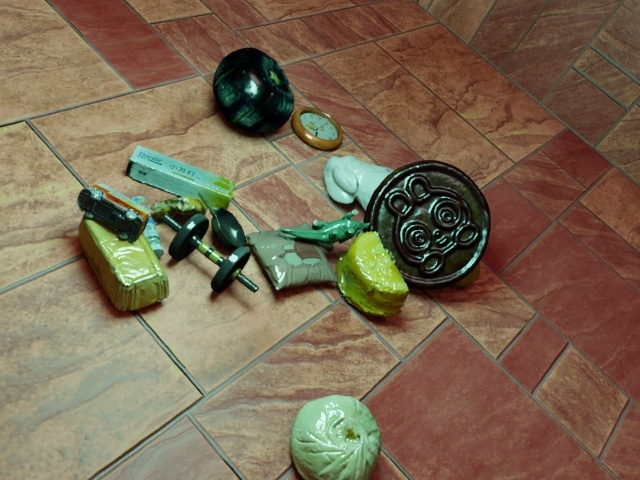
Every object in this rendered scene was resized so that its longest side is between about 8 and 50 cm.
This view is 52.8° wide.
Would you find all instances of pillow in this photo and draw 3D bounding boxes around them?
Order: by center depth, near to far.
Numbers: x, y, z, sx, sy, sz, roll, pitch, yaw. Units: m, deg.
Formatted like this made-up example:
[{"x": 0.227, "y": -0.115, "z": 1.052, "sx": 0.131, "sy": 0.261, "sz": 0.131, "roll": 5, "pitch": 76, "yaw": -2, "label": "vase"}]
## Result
[{"x": -0.081, "y": 0.047, "z": 1.876, "sx": 0.236, "sy": 0.084, "sz": 0.223, "roll": -10, "pitch": 55, "yaw": -37, "label": "pillow"}]

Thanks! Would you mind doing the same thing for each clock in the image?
[{"x": -0.012, "y": -0.411, "z": 2.368, "sx": 0.205, "sy": 0.051, "sz": 0.205, "roll": 17, "pitch": 45, "yaw": -17, "label": "clock"}]

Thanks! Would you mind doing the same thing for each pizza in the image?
[{"x": -0.397, "y": -0.090, "z": 1.807, "sx": 0.161, "sy": 0.182, "sz": 0.063, "roll": -1, "pitch": 90, "yaw": -8, "label": "pizza"}]

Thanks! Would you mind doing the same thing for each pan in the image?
[{"x": -0.288, "y": -0.056, "z": 1.831, "sx": 0.202, "sy": 0.048, "sz": 0.128, "roll": 57, "pitch": 16, "yaw": -13, "label": "pan"}]

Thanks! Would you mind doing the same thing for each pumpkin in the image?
[{"x": -0.237, "y": -0.501, "z": 2.196, "sx": 0.315, "sy": 0.238, "sz": 0.315, "roll": 36, "pitch": 34, "yaw": -30, "label": "pumpkin"}]

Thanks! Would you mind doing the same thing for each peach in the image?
[{"x": 0.449, "y": 0.072, "z": 2.144, "sx": 0.179, "sy": 0.103, "sz": 0.179, "roll": 14, "pitch": 45, "yaw": -14, "label": "peach"}]

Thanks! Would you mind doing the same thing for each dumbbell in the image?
[{"x": -0.296, "y": 0.034, "z": 1.723, "sx": 0.325, "sy": 0.143, "sz": 0.143, "roll": 37, "pitch": 43, "yaw": 6, "label": "dumbbell"}]

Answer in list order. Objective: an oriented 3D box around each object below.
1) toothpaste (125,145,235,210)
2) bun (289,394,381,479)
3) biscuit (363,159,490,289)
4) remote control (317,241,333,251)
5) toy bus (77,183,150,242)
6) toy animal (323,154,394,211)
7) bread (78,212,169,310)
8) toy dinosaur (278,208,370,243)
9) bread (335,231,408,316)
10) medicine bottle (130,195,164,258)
[{"x": -0.414, "y": -0.181, "z": 1.917, "sx": 0.312, "sy": 0.071, "sz": 0.089, "roll": 20, "pitch": 40, "yaw": -11, "label": "toothpaste"}, {"x": 0.053, "y": 0.469, "z": 1.515, "sx": 0.243, "sy": 0.153, "sz": 0.244, "roll": 19, "pitch": 44, "yaw": -20, "label": "bun"}, {"x": 0.336, "y": -0.047, "z": 2.010, "sx": 0.407, "sy": 0.408, "sz": 0.091, "roll": 29, "pitch": 0, "yaw": -3, "label": "biscuit"}, {"x": 0.000, "y": 0.000, "z": 2.018, "sx": 0.091, "sy": 0.016, "sz": 0.034, "roll": 32, "pitch": 47, "yaw": 2, "label": "remote control"}, {"x": -0.506, "y": -0.076, "z": 1.590, "sx": 0.174, "sy": 0.079, "sz": 0.077, "roll": 31, "pitch": 32, "yaw": 2, "label": "toy bus"}, {"x": 0.159, "y": -0.166, "z": 2.159, "sx": 0.357, "sy": 0.194, "sz": 0.258, "roll": 25, "pitch": 51, "yaw": 12, "label": "toy animal"}, {"x": -0.496, "y": 0.038, "z": 1.624, "sx": 0.152, "sy": 0.119, "sz": 0.288, "roll": -19, "pitch": 61, "yaw": -37, "label": "bread"}, {"x": 0.029, "y": -0.033, "z": 1.889, "sx": 0.291, "sy": 0.120, "sz": 0.079, "roll": -1, "pitch": 65, "yaw": -39, "label": "toy dinosaur"}, {"x": 0.134, "y": 0.105, "z": 1.895, "sx": 0.147, "sy": 0.160, "sz": 0.261, "roll": -6, "pitch": 55, "yaw": -28, "label": "bread"}, {"x": -0.476, "y": -0.036, "z": 1.755, "sx": 0.051, "sy": 0.051, "sz": 0.191, "roll": -6, "pitch": 55, "yaw": -34, "label": "medicine bottle"}]
